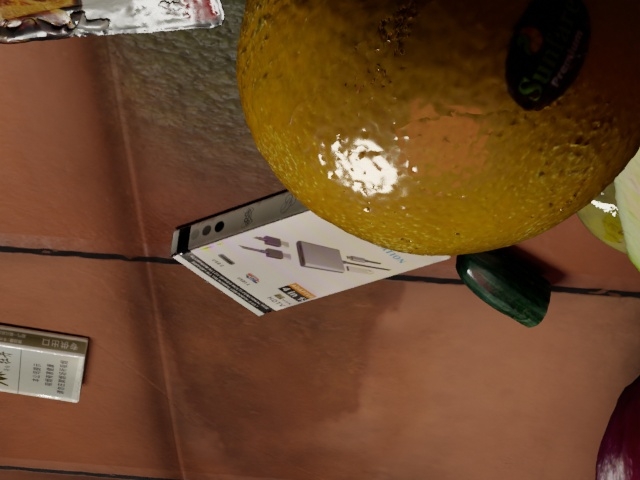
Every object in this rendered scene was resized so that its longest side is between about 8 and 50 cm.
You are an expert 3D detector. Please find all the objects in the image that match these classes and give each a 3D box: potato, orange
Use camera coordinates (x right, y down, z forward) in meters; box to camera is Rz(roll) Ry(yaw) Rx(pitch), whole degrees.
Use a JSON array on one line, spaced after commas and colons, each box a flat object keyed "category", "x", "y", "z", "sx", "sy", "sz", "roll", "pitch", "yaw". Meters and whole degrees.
[{"category": "potato", "x": 0.260, "y": -0.028, "z": 1.523, "sx": 0.138, "sy": 0.070, "sz": 0.091, "roll": 23, "pitch": 141, "yaw": -25}, {"category": "orange", "x": 0.083, "y": -0.119, "z": 1.223, "sx": 0.274, "sy": 0.274, "sz": 0.274, "roll": 4, "pitch": 149, "yaw": 3}]

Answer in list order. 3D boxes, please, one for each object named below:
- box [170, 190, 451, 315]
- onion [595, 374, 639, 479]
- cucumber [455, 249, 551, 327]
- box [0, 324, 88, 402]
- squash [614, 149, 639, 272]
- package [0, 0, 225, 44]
[{"category": "box", "x": 0.000, "y": 0.000, "z": 1.650, "sx": 0.247, "sy": 0.033, "sz": 0.129, "roll": -18, "pitch": 141, "yaw": 35}, {"category": "onion", "x": 0.379, "y": 0.217, "z": 1.722, "sx": 0.260, "sy": 0.282, "sz": 0.337, "roll": 35, "pitch": 158, "yaw": -8}, {"category": "cucumber", "x": 0.158, "y": 0.037, "z": 1.671, "sx": 0.105, "sy": 0.048, "sz": 0.048, "roll": 30, "pitch": 142, "yaw": -33}, {"category": "box", "x": -0.336, "y": 0.118, "z": 1.908, "sx": 0.198, "sy": 0.029, "sz": 0.109, "roll": 9, "pitch": 149, "yaw": -6}, {"category": "squash", "x": 0.397, "y": -0.071, "z": 1.394, "sx": 0.309, "sy": 0.210, "sz": 0.233, "roll": -36, "pitch": 139, "yaw": -11}, {"category": "package", "x": -0.200, "y": -0.199, "z": 1.358, "sx": 0.239, "sy": 0.030, "sz": 0.154, "roll": -4, "pitch": 146, "yaw": 18}]
